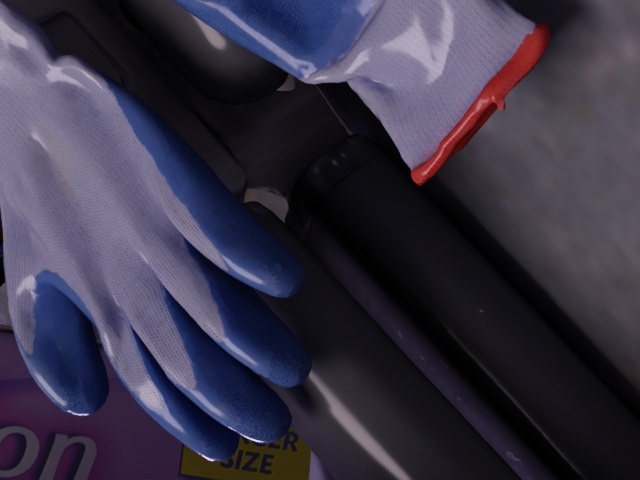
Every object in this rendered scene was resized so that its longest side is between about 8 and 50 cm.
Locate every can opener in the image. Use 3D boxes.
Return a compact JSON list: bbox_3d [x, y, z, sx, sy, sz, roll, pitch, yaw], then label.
[{"bbox_3d":[0.000,0.000,0.509,0.280,0.074,0.093,50,156,15],"label":"can opener"}]

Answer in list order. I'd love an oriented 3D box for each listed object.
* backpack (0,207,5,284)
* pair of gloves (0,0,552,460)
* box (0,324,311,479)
[{"bbox_3d":[-0.228,-0.011,0.826,0.158,0.173,0.117,60,158,-6],"label":"backpack"},{"bbox_3d":[-0.038,-0.040,0.479,0.159,0.023,0.198,48,125,18],"label":"pair of gloves"},{"bbox_3d":[-0.136,0.118,0.736,0.243,0.213,0.117,130,148,-66],"label":"box"}]
